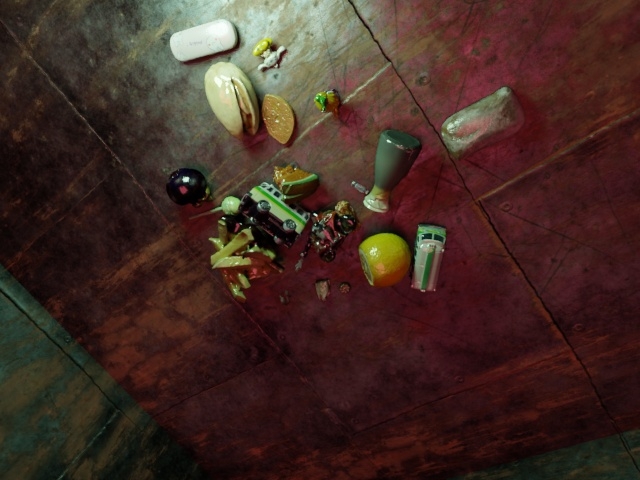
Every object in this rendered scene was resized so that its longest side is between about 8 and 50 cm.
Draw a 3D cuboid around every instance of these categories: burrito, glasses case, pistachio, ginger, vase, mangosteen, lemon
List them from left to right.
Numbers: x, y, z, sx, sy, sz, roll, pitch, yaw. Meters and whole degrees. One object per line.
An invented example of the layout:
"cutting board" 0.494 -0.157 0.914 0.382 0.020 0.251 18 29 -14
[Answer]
"mangosteen" -0.614 -0.238 1.952 0.194 0.194 0.230 -26 132 23
"glasses case" -0.483 -0.823 1.697 0.296 0.075 0.113 -7 115 18
"pistachio" -0.368 -0.581 1.727 0.193 0.214 0.318 -27 121 -21
"ginger" -0.383 0.106 1.957 0.358 0.211 0.414 13 138 22
"burrito" 0.015 0.254 2.089 0.074 0.044 0.118 -4 110 11
"lemon" 0.297 0.081 1.839 0.219 0.240 0.241 -20 110 -5
"vase" 0.282 -0.280 1.715 0.173 0.173 0.321 22 123 4

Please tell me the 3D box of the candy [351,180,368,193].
"candy" 0.175 -0.234 1.835 0.083 0.020 0.030 34 118 -5

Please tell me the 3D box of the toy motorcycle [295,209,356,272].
"toy motorcycle" 0.000 0.000 1.901 0.207 0.134 0.401 37 128 8

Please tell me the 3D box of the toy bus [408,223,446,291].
"toy bus" 0.476 0.083 1.826 0.133 0.165 0.276 8 116 9

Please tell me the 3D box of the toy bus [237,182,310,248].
"toy bus" -0.205 -0.128 1.887 0.305 0.179 0.143 36 140 -4

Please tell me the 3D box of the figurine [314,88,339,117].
"figurine" 0.032 -0.544 1.652 0.094 0.156 0.115 -19 106 21

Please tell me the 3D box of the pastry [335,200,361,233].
"pastry" 0.122 -0.098 1.888 0.087 0.063 0.170 -25 105 20

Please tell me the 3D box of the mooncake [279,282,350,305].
"mooncake" -0.025 0.256 2.032 0.346 0.057 0.150 -25 100 -9

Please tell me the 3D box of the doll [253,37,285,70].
"doll" -0.220 -0.754 1.679 0.113 0.072 0.135 24 126 -18

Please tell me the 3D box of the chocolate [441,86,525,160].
"chocolate" 0.628 -0.443 1.589 0.303 0.100 0.185 -28 102 20

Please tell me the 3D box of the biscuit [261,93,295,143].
"biscuit" -0.180 -0.530 1.783 0.141 0.029 0.221 -17 108 22

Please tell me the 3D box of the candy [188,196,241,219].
"candy" -0.530 -0.143 2.035 0.335 0.093 0.093 -12 68 28

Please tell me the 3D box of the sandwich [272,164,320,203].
"sandwich" -0.113 -0.263 1.849 0.184 0.160 0.109 -17 147 -18
